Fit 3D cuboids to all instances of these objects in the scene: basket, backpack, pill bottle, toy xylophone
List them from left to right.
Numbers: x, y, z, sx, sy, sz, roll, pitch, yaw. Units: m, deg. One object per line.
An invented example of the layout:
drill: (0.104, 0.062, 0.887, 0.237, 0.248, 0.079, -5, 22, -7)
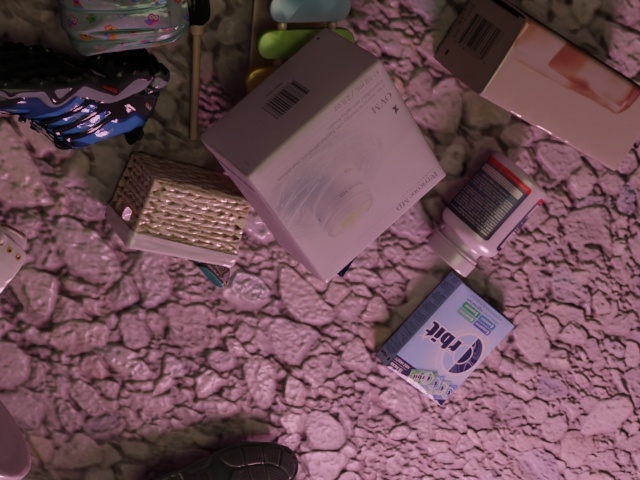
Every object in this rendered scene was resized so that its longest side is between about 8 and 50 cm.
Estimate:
backpack: (-0.229, -0.294, 1.527, 0.182, 0.152, 0.115, -10, 113, -7)
basket: (-0.190, -0.043, 1.704, 0.167, 0.113, 0.103, 12, 109, -32)
toy xylophone: (-0.060, -0.214, 1.691, 0.236, 0.081, 0.323, -13, 122, -19)
pill bottle: (0.251, -0.038, 1.927, 0.180, 0.108, 0.108, -49, 126, 6)

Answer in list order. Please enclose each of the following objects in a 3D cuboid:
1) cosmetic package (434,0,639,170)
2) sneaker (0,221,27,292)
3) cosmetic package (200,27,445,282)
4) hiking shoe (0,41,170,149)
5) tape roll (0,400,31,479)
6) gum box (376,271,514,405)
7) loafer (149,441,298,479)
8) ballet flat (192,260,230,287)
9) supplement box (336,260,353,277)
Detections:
cosmetic package: (0.332, -0.234, 1.829, 0.296, 0.153, 0.129, 23, 106, -35)
sneaker: (-0.443, -0.046, 1.590, 0.169, 0.108, 0.293, 14, 102, -44)
cosmetic package: (0.008, -0.108, 1.639, 0.224, 0.138, 0.225, -42, 132, -7)
hiking shoe: (-0.322, -0.164, 1.542, 0.304, 0.113, 0.132, -6, 127, -41)
tape roll: (-0.505, 0.229, 1.597, 0.100, 0.286, 0.286, -43, 127, 2)
gum box: (0.206, 0.163, 2.059, 0.184, 0.041, 0.157, -47, 127, 6)
loafer: (-0.169, 0.375, 1.986, 0.267, 0.084, 0.096, -11, 90, -25)
ballet flat: (-0.169, 0.022, 1.803, 0.041, 0.041, 0.114, -44, 127, 2)
supplement box: (0.000, 0.000, 1.839, 0.083, 0.083, 0.056, 25, 104, -34)
